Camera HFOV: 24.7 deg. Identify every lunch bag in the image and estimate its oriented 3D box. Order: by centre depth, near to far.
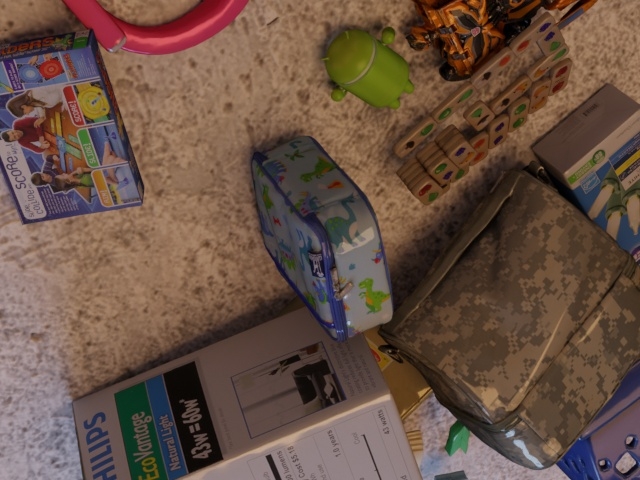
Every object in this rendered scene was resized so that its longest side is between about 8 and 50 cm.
[{"bbox_3d":[0.000,0.000,1.641,0.090,0.219,0.176,-22,129,-14],"label":"lunch bag"},{"bbox_3d":[0.246,0.088,1.827,0.256,0.212,0.305,43,83,-23],"label":"lunch bag"}]

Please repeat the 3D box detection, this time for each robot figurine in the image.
[{"bbox_3d":[0.053,-0.193,1.643,0.115,0.067,0.101,29,112,-38],"label":"robot figurine"},{"bbox_3d":[0.224,-0.302,1.653,0.291,0.085,0.211,-37,130,-3],"label":"robot figurine"}]

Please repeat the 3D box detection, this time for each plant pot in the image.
[{"bbox_3d":[0.405,0.207,1.998,0.236,0.236,0.212,-37,124,-3],"label":"plant pot"}]

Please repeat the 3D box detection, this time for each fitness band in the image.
[{"bbox_3d":[-0.179,-0.308,1.450,0.209,0.054,0.291,-38,132,-2],"label":"fitness band"}]

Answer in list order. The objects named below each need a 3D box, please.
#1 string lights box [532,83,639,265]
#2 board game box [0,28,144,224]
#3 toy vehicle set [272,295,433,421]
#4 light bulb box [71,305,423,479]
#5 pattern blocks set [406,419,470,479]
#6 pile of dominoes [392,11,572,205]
[{"bbox_3d":[0.392,-0.065,1.906,0.133,0.077,0.260,-40,131,-1],"label":"string lights box"},{"bbox_3d":[-0.272,-0.113,1.505,0.136,0.035,0.201,-9,128,5],"label":"board game box"},{"bbox_3d":[0.033,0.164,1.886,0.166,0.035,0.267,-44,130,3],"label":"toy vehicle set"},{"bbox_3d":[-0.062,0.315,1.754,0.361,0.225,0.358,-22,122,-3],"label":"light bulb box"},{"bbox_3d":[0.050,0.326,1.968,0.324,0.026,0.285,-16,135,-7],"label":"pattern blocks set"},{"bbox_3d":[0.204,-0.139,1.716,0.251,0.040,0.196,-41,156,8],"label":"pile of dominoes"}]
